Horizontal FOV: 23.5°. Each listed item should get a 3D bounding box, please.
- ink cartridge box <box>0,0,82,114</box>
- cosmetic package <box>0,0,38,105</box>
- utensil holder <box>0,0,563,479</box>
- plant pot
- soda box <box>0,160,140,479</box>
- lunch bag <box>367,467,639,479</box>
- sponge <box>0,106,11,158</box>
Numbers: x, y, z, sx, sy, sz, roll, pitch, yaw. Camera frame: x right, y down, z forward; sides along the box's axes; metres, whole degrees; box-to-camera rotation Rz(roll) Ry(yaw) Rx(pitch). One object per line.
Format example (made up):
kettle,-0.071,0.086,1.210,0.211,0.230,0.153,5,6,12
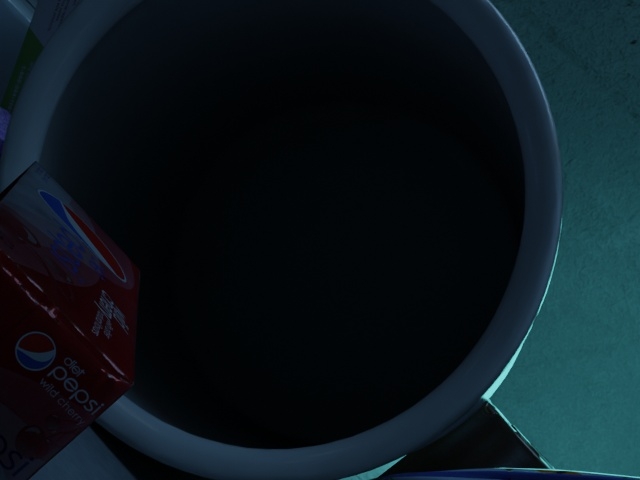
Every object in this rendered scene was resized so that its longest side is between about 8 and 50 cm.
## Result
ink cartridge box,-0.125,-0.137,1.365,0.272,0.198,0.115,19,-2,22
cosmetic package,-0.376,-0.259,1.627,0.284,0.097,0.377,49,1,-25
utensil holder,0.000,0.000,1.048,0.327,0.327,0.385,47,0,12
plant pot,0.114,0.225,1.245,0.167,0.165,0.167,46,2,-2
soda box,-0.138,0.034,0.677,0.083,0.092,0.263,47,1,-10
lunch bag,0.129,0.215,1.025,0.303,0.243,0.115,65,25,-75
sponge,-0.283,-0.101,1.234,0.117,0.031,0.210,47,1,33
